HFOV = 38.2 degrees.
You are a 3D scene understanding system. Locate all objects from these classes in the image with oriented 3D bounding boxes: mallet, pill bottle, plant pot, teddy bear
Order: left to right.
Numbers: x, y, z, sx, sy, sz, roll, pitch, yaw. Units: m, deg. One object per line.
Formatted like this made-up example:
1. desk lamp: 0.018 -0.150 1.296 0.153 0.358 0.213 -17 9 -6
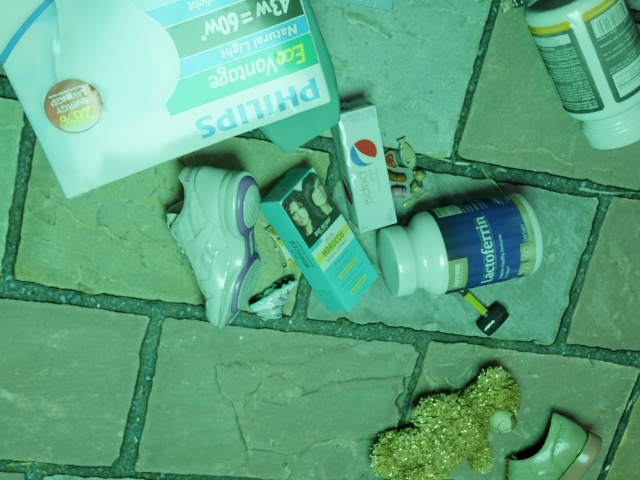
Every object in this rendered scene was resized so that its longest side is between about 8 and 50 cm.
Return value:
1. plant pot: -0.074 -0.266 1.432 0.166 0.165 0.234 -31 128 -3
2. teddy bear: 0.253 0.385 1.793 0.338 0.113 0.245 -20 116 -8
3. pill bottle: 0.242 0.013 1.628 0.265 0.153 0.153 -12 112 -11
4. mallet: 0.285 0.099 1.739 0.062 0.039 0.189 -40 111 1
5. pill bottle: 0.468 -0.305 1.569 0.162 0.162 0.278 -32 116 -2

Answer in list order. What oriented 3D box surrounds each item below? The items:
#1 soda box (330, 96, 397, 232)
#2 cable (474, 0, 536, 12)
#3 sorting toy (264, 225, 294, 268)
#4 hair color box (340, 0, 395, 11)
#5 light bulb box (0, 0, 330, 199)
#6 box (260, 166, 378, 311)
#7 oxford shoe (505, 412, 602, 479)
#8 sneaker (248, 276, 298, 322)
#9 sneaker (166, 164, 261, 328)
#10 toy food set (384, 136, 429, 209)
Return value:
1. soda box: 0.071 -0.128 1.571 0.069 0.074 0.216 -16 113 -9
2. cable: 0.390 -0.459 1.506 0.287 0.139 0.072 -34 105 -5
3. sorting toy: -0.044 0.000 1.611 0.075 0.045 0.083 -35 117 -22
4. hair color box: -0.074 -0.447 1.323 0.375 0.185 0.113 9 123 -13
5. light bulb box: -0.219 -0.298 1.127 0.358 0.225 0.361 -22 120 -4
6. box: 0.000 0.000 1.583 0.100 0.060 0.244 -49 120 -31
7. oxford shoe: 0.421 0.501 1.900 0.130 0.123 0.348 37 99 2
8. sneaker: -0.071 0.111 1.643 0.098 0.038 0.069 -30 117 7
9. sneaker: -0.180 0.006 1.549 0.152 0.114 0.305 15 121 16
10. toy food set: 0.146 -0.114 1.626 0.078 0.019 0.122 -33 115 -2
